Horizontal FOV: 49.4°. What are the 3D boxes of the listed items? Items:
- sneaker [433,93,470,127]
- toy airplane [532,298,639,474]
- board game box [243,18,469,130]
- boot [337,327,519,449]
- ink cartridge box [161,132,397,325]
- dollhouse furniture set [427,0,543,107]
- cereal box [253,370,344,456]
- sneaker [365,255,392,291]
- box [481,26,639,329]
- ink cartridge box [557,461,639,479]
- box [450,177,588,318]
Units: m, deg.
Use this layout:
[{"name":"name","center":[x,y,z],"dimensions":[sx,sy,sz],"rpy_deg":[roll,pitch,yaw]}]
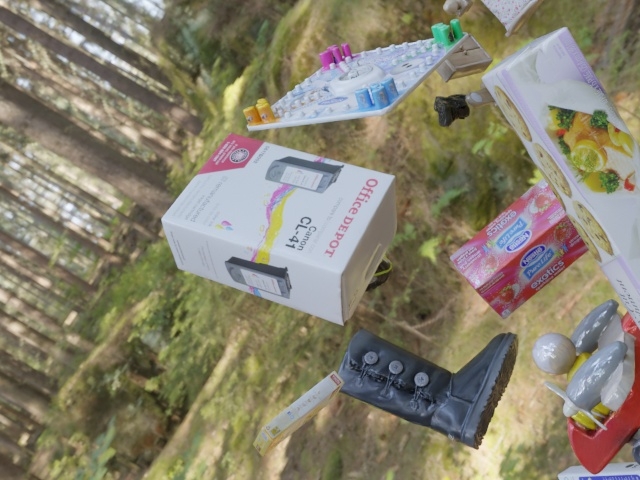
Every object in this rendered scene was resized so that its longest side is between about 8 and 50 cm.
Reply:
[{"name":"sneaker","center":[0.335,-0.325,1.736],"dimensions":[0.170,0.089,0.051],"rpy_deg":[-93,11,-58]},{"name":"toy airplane","center":[0.561,0.223,1.368],"dimensions":[0.386,0.272,0.384],"rpy_deg":[72,-145,-53]},{"name":"board game box","center":[0.076,-0.370,1.548],"dimensions":[0.390,0.050,0.390],"rpy_deg":[1,35,40]},{"name":"boot","center":[0.302,0.357,2.009],"dimensions":[0.367,0.445,0.146],"rpy_deg":[-55,-36,-29]},{"name":"ink cartridge box","center":[-0.058,-0.028,1.105],"dimensions":[0.131,0.306,0.226],"rpy_deg":[82,-150,-47]},{"name":"dollhouse furniture set","center":[0.430,-0.551,1.712],"dimensions":[0.174,0.303,0.355],"rpy_deg":[-22,-20,-36]},{"name":"cereal box","center":[-0.055,0.440,1.763],"dimensions":[0.240,0.047,0.173],"rpy_deg":[-33,-18,-27]},{"name":"sneaker","center":[0.000,0.000,1.545],"dimensions":[0.145,0.385,0.147],"rpy_deg":[-48,33,34]},{"name":"box","center":[0.257,-0.027,0.601],"dimensions":[0.063,0.324,0.067],"rpy_deg":[-35,9,1]},{"name":"ink cartridge box","center":[0.745,0.631,1.696],"dimensions":[0.065,0.165,0.333],"rpy_deg":[-17,-9,-29]},{"name":"box","center":[0.414,0.018,1.418],"dimensions":[0.257,0.128,0.122],"rpy_deg":[-41,35,9]}]
